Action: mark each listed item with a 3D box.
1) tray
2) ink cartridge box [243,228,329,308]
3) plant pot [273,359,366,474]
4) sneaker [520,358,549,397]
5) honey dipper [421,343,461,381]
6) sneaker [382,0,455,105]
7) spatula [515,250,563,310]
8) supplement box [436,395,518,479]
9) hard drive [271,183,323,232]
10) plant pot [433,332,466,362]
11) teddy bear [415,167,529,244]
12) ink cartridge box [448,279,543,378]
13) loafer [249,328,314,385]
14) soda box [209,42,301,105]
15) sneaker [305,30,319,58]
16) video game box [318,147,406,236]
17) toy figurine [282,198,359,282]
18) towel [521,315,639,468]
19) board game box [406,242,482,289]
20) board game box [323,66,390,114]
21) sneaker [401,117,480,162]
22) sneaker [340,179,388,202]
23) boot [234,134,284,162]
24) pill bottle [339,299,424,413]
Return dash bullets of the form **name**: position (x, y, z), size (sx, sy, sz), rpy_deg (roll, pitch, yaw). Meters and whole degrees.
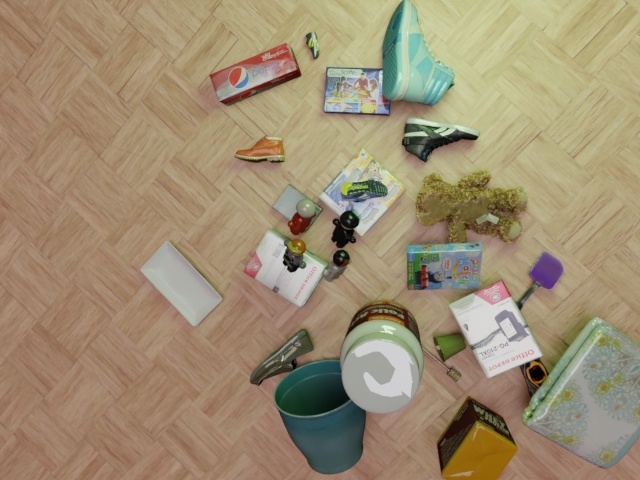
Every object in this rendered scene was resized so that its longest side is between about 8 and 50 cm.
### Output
- **tray**: position (-0.460, 0.142, 1.634), size (0.145, 0.030, 0.270), rpy_deg (-44, 87, 9)
- **ink cartridge box**: position (-0.103, 0.086, 1.543), size (0.218, 0.092, 0.158), rpy_deg (33, 99, 6)
- **plant pot**: position (0.021, 0.546, 1.492), size (0.272, 0.271, 0.255), rpy_deg (-11, 108, 10)
- **sneaker**: position (0.655, 0.431, 1.462), size (0.084, 0.083, 0.215), rpy_deg (-31, 91, 8)
- **honey dipper**: position (0.368, 0.376, 1.530), size (0.161, 0.030, 0.030), rpy_deg (41, 100, 7)
- **sneaker**: position (0.293, -0.530, 1.427), size (0.208, 0.127, 0.319), rpy_deg (11, 77, -18)
- **spatula**: position (0.613, 0.172, 1.471), size (0.084, 0.030, 0.296), rpy_deg (36, 99, 6)
- **supplement box**: position (0.454, 0.605, 1.451), size (0.129, 0.194, 0.191), rpy_deg (31, 99, 5)
- **hard drive**: position (-0.073, -0.102, 1.557), size (0.135, 0.022, 0.094), rpy_deg (37, 99, 4)
- **plant pot**: position (0.397, 0.319, 1.499), size (0.079, 0.083, 0.083), rpy_deg (-20, 92, -2)
- **teddy bear**: position (0.444, -0.093, 1.448), size (0.338, 0.113, 0.245), rpy_deg (-7, 103, 3)
- **ink cartridge box**: position (0.508, 0.256, 1.431), size (0.172, 0.100, 0.237), rpy_deg (-29, 78, 15)
- **loafer**: position (-0.122, 0.391, 1.571), size (0.251, 0.094, 0.087), rpy_deg (-42, 84, 10)
- **soda box**: position (-0.198, -0.507, 1.510), size (0.263, 0.083, 0.092), rpy_deg (-19, 92, 10)
- **sneaker**: position (-0.025, -0.596, 1.505), size (0.035, 0.031, 0.083), rpy_deg (-6, 90, 23)
- **video game box**: position (0.128, -0.147, 1.511), size (0.187, 0.048, 0.205), rpy_deg (42, 100, 1)
- **toy figurine**: position (0.000, 0.000, 1.438), size (0.213, 0.148, 0.209), rpy_deg (18, 55, -6)
- **towel**: position (0.798, 0.440, 1.405), size (0.320, 0.090, 0.374), rpy_deg (32, 96, -11)
- **board game box**: position (0.363, 0.079, 1.457), size (0.211, 0.039, 0.160), rpy_deg (-3, 130, 8)
- **board game box**: position (0.114, -0.453, 1.491), size (0.201, 0.035, 0.136), rpy_deg (5, 96, 8)
- **sneaker**: position (0.350, -0.286, 1.454), size (0.217, 0.079, 0.121), rpy_deg (13, 100, 16)
- **sneaker**: position (0.128, -0.144, 1.464), size (0.144, 0.059, 0.053), rpy_deg (0, 64, -7)
- **boot**: position (-0.192, -0.287, 1.545), size (0.158, 0.059, 0.084), rpy_deg (-1, 92, 0)
- **pill bottle**: position (0.171, 0.310, 1.368), size (0.224, 0.392, 0.224), rpy_deg (1, 95, 8)
